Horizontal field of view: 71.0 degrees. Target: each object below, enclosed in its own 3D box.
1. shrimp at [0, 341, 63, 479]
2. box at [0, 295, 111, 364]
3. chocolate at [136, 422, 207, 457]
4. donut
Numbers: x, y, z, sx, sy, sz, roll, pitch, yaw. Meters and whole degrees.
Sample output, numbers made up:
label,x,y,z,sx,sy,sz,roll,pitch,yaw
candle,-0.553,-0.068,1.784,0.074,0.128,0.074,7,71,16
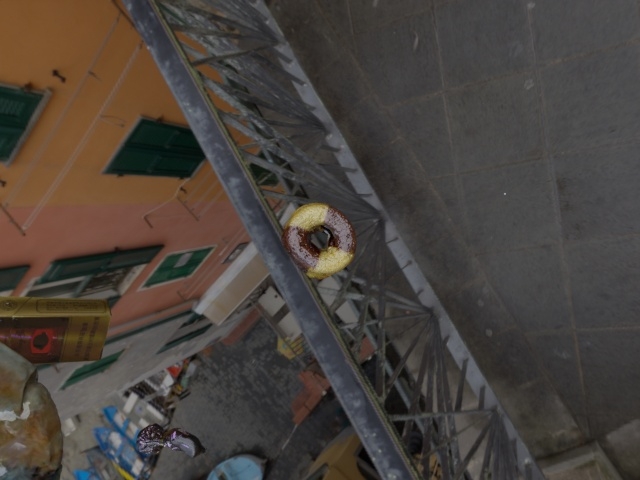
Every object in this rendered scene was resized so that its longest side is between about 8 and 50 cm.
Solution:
label,x,y,z,sx,sy,sz,roll,pitch,yaw
shrimp,-0.421,0.178,0.442,0.085,0.247,0.360,6,126,63
box,-0.649,0.220,1.084,0.071,0.240,0.159,49,122,45
chocolate,-0.300,0.401,0.906,0.147,0.072,0.070,-14,53,25
donut,0.000,0.000,0.797,0.140,0.059,0.140,0,87,-6
